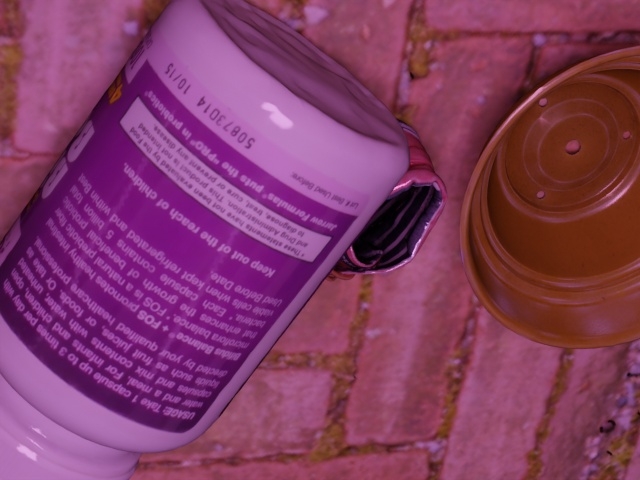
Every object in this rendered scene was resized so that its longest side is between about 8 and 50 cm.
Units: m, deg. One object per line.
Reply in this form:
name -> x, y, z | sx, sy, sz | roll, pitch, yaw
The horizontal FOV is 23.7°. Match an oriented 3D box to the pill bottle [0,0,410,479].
pill bottle -> -0.097, 0.016, 0.899 | 0.169, 0.169, 0.301 | 29, 108, -29

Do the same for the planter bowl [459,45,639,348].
planter bowl -> 0.179, -0.043, 0.993 | 0.217, 0.090, 0.217 | -8, 122, -13

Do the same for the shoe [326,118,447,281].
shoe -> 0.000, 0.000, 0.970 | 0.178, 0.081, 0.063 | -40, 123, 8
